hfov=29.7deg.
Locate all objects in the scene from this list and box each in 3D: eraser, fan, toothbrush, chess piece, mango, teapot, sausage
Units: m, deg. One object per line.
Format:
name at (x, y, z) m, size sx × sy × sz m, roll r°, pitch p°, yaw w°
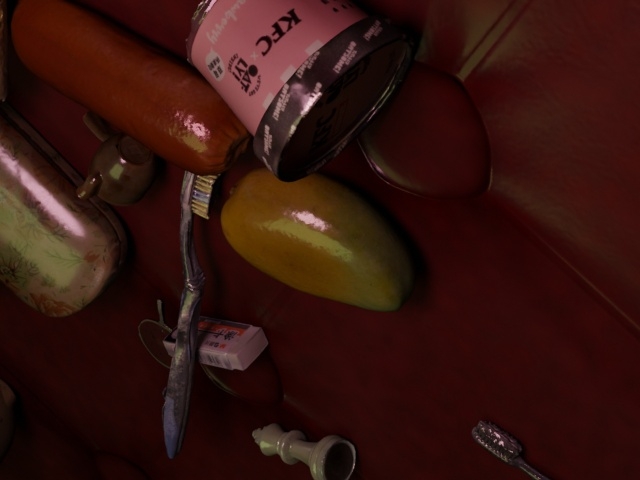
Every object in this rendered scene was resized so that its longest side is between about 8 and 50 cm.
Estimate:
eraser at (-0.121, 0.115, 1.373) m, size 0.122 × 0.052 × 0.029 m, roll 6°, pitch 131°, yaw 40°
fan at (-0.194, 0.115, 1.483) m, size 0.085 × 0.005 × 0.133 m, roll 28°, pitch 142°, yaw 22°
toothbrush at (-0.144, 0.084, 1.312) m, size 0.042 × 0.035 × 0.414 m, roll 24°, pitch 126°, yaw 20°
toothbrush at (0.281, 0.274, 1.164) m, size 0.321 × 0.023 × 0.031 m, roll 35°, pitch 152°, yaw 13°
chess piece at (-0.029, 0.241, 1.411) m, size 0.149 × 0.059 × 0.059 m, roll 12°, pitch 133°, yaw 45°
mango at (0.000, 0.000, 1.112) m, size 0.194 × 0.092 × 0.130 m, roll 34°, pitch 141°, yaw 7°
teapot at (-0.221, -0.091, 1.254) m, size 0.110 × 0.085 × 0.080 m, roll 60°, pitch 144°, yaw 12°
sausage at (-0.191, -0.154, 1.153) m, size 0.300 × 0.083 × 0.089 m, roll 30°, pitch 153°, yaw 21°

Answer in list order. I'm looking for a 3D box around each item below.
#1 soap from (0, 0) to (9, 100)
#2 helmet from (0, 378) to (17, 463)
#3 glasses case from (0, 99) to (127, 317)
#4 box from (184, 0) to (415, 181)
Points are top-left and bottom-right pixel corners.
soap at (-0.451, -0.265, 1.105) m, size 0.169 × 0.304 × 0.339 m, roll 60°, pitch 153°, yaw 31°
helmet at (-0.530, 0.269, 1.844) m, size 0.257 × 0.137 × 0.204 m, roll 8°, pitch 131°, yaw 48°
glasses case at (-0.399, -0.090, 1.385) m, size 0.425 × 0.098 × 0.156 m, roll 45°, pitch 118°, yaw 0°
box at (-0.022, -0.146, 0.954) m, size 0.135 × 0.151 × 0.151 m, roll 47°, pitch 145°, yaw 14°
